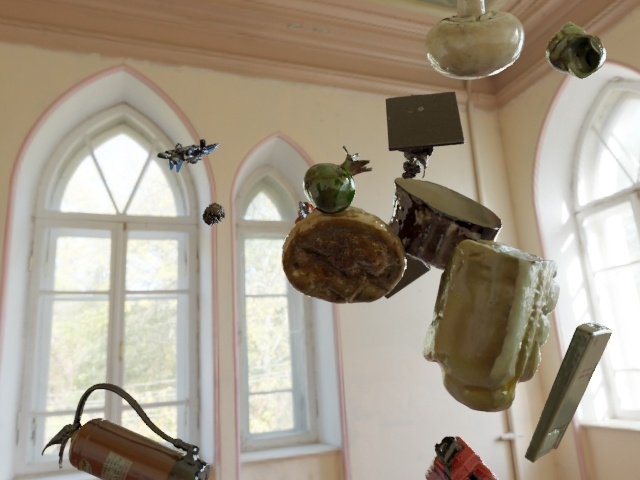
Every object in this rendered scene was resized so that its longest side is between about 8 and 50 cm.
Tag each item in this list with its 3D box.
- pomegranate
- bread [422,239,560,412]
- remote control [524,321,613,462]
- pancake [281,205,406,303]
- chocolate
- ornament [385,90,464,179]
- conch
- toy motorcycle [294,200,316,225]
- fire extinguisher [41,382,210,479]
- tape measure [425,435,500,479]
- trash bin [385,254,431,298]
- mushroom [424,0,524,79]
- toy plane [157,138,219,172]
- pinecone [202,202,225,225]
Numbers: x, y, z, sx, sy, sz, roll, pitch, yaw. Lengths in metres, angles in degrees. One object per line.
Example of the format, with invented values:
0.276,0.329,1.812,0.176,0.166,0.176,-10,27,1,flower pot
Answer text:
0.045,-0.162,1.336,0.191,0.152,0.131,-38,-45,1,pomegranate
0.333,0.169,1.030,0.210,0.342,0.300,16,9,41,bread
0.464,0.289,0.957,0.123,0.286,0.038,2,20,-44,remote control
0.068,0.064,1.490,0.386,0.082,0.387,2,-49,3,pancake
0.344,-0.029,1.498,0.340,0.210,0.225,31,28,25,chocolate
0.227,-0.209,1.133,0.153,0.167,0.196,-2,-33,8,ornament
0.809,-0.601,1.584,0.124,0.182,0.187,-34,3,-20,conch
0.000,0.000,1.847,0.147,0.326,0.221,-21,6,14,toy motorcycle
-0.424,0.451,1.121,0.375,0.200,0.113,16,-24,11,fire extinguisher
0.400,0.673,1.364,0.114,0.260,0.253,-35,-29,-19,tape measure
0.330,0.114,2.164,0.240,0.122,0.164,-37,-65,27,trash bin
0.389,-0.525,1.287,0.245,0.203,0.246,-8,25,4,mushroom
-0.471,-0.331,1.870,0.169,0.078,0.246,24,45,33,toy plane
-0.370,-0.089,1.746,0.077,0.077,0.083,9,-42,-39,pinecone
